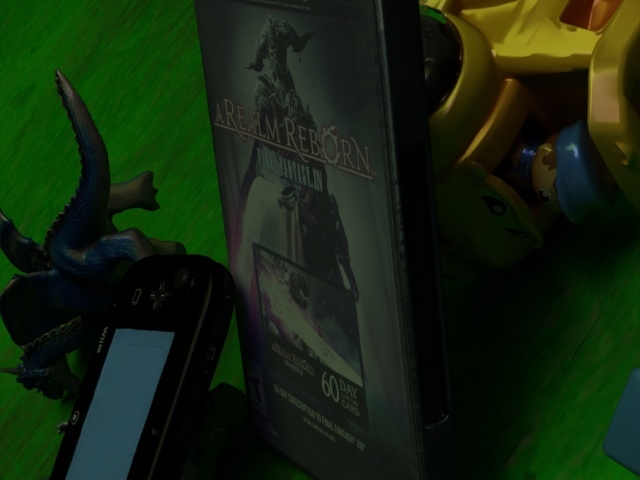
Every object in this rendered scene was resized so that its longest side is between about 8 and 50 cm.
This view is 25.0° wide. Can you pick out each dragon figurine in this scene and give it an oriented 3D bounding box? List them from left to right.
[{"bbox_3d":[-0.168,0.017,0.933,0.144,0.289,0.085,-13,59,3],"label":"dragon figurine"}]

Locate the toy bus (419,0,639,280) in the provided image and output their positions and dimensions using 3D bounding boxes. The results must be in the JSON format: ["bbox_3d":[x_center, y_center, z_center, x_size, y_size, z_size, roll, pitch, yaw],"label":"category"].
[{"bbox_3d":[0.143,-0.076,0.724,0.211,0.149,0.220,20,72,41],"label":"toy bus"}]

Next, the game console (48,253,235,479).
[{"bbox_3d":[-0.140,0.176,0.778,0.213,0.044,0.361,4,70,44],"label":"game console"}]

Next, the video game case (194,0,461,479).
[{"bbox_3d":[0.000,0.000,0.713,0.026,0.274,0.196,-16,20,-25],"label":"video game case"}]

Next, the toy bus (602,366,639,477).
[{"bbox_3d":[0.190,0.116,0.449,0.191,0.202,0.104,44,122,53],"label":"toy bus"}]

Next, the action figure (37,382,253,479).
[{"bbox_3d":[-0.133,0.151,0.874,0.232,0.063,0.137,-34,32,19],"label":"action figure"}]
